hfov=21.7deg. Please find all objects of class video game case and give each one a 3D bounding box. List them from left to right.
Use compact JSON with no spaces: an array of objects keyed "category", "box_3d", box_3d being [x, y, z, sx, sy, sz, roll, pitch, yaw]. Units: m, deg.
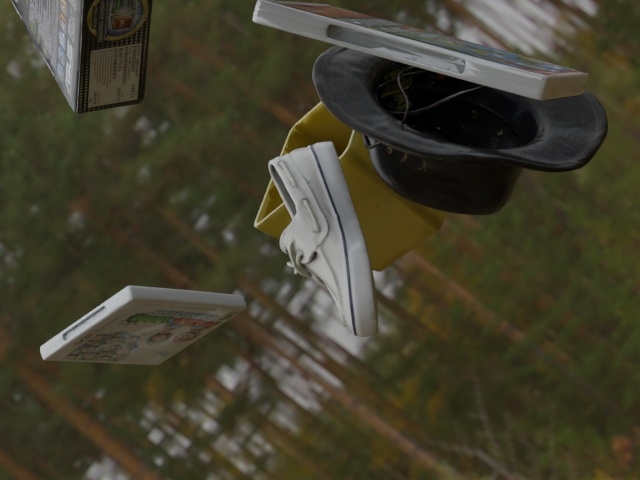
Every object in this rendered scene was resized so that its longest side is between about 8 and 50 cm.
[{"category":"video game case","box_3d":[-0.176,0.087,1.663,0.143,0.019,0.157,-33,-26,34]},{"category":"video game case","box_3d":[0.100,-0.184,1.594,0.204,0.285,0.025,-18,-56,-70]}]

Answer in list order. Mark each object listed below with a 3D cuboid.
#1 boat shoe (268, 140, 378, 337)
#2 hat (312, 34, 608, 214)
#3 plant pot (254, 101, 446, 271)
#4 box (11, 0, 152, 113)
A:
[{"category":"boat shoe","box_3d":[0.000,0.000,1.804,0.088,0.267,0.096,-13,-36,-3]},{"category":"hat","box_3d":[0.144,-0.110,1.860,0.331,0.331,0.134,-46,-29,-56]},{"category":"plant pot","box_3d":[0.066,-0.084,2.263,0.212,0.187,0.212,-37,24,42]},{"category":"box","box_3d":[-0.191,-0.267,1.276,0.060,0.216,0.270,-12,-45,-24]}]
